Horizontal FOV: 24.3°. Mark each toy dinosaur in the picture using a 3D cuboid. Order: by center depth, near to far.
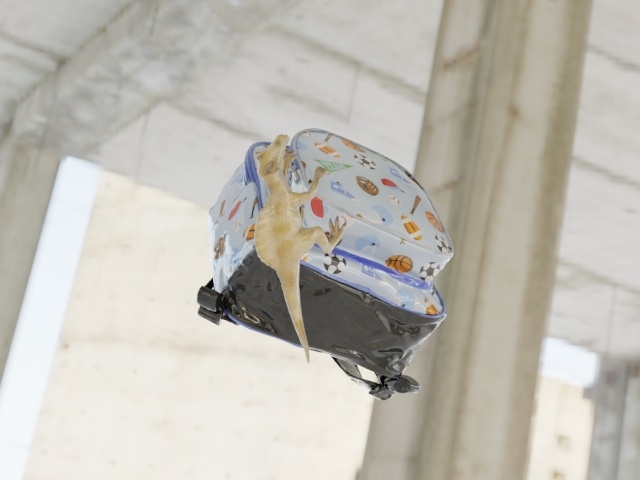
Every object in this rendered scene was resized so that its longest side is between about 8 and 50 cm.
[{"bbox_3d":[-0.025,-0.003,1.179,0.053,0.183,0.092,3,22,31],"label":"toy dinosaur"}]

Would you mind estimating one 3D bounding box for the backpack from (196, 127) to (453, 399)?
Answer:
[{"bbox_3d":[0.000,0.000,1.604,0.276,0.213,0.263,28,17,-29],"label":"backpack"}]
